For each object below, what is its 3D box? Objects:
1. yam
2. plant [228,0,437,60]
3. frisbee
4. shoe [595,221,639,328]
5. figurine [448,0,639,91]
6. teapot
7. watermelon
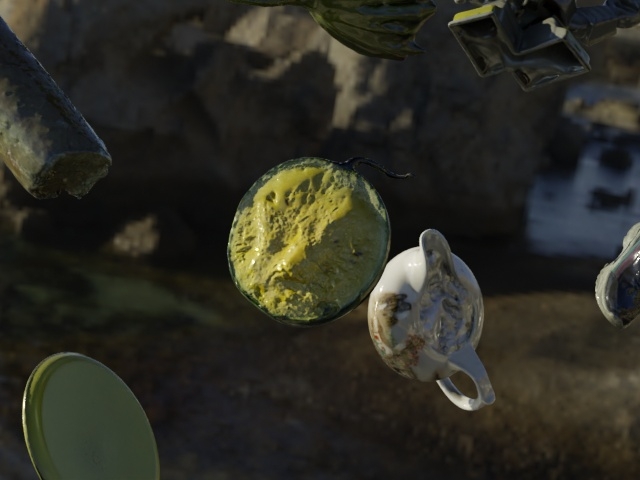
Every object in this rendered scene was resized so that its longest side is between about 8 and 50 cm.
[{"bbox_3d":[-0.308,-0.146,1.511,0.259,0.093,0.093,50,28,19],"label":"yam"},{"bbox_3d":[-0.024,-0.294,1.869,0.333,0.251,0.180,-23,-12,-17],"label":"plant"},{"bbox_3d":[-0.275,0.245,1.896,0.017,0.236,0.236,-26,-6,27],"label":"frisbee"},{"bbox_3d":[0.424,0.037,1.992,0.071,0.169,0.099,43,-29,-17],"label":"shoe"},{"bbox_3d":[0.324,-0.381,2.393,0.342,0.285,0.167,33,-39,-15],"label":"figurine"},{"bbox_3d":[0.173,0.121,2.354,0.204,0.298,0.139,-37,22,-35],"label":"teapot"},{"bbox_3d":[-0.005,0.006,1.953,0.204,0.232,0.127,17,-15,19],"label":"watermelon"}]
